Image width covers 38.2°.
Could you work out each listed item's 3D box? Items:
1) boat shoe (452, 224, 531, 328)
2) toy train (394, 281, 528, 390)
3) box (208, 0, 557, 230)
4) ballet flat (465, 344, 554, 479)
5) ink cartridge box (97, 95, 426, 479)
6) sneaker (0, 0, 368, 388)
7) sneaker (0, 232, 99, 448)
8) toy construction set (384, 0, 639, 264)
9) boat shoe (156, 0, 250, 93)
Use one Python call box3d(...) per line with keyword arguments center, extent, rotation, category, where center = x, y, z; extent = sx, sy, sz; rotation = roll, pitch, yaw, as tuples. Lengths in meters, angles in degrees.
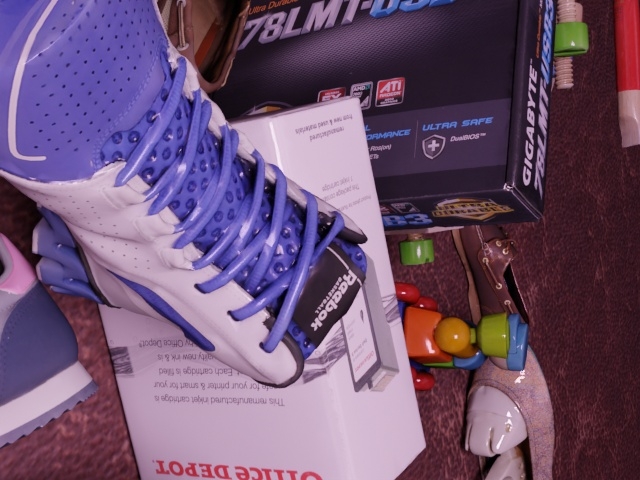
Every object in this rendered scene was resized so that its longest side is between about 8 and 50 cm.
box3d(center=(0.221, 0.022, 1.181), extent=(0.073, 0.073, 0.207), rotation=(-35, 113, -50), category="boat shoe")
box3d(center=(0.127, 0.095, 0.935), extent=(0.248, 0.143, 0.105), rotation=(34, 57, -67), category="toy train")
box3d(center=(0.043, -0.153, 0.757), extent=(0.073, 0.295, 0.293), rotation=(30, 63, -52), category="box")
box3d(center=(0.234, 0.269, 1.149), extent=(0.106, 0.107, 0.316), rotation=(-22, 104, -40), category="ballet flat")
box3d(center=(-0.054, 0.049, 0.679), extent=(0.115, 0.198, 0.273), rotation=(-26, 107, -54), category="ink cartridge box")
box3d(center=(-0.061, -0.024, 0.472), extent=(0.315, 0.182, 0.127), rotation=(94, 22, -67), category="sneaker")
box3d(center=(-0.264, 0.082, 0.478), extent=(0.319, 0.112, 0.131), rotation=(-22, 89, -59), category="sneaker")
box3d(center=(0.164, -0.097, 0.919), extent=(0.257, 0.309, 0.237), rotation=(3, 83, -50), category="toy construction set")
box3d(center=(-0.083, -0.214, 0.758), extent=(0.095, 0.095, 0.257), rotation=(39, 56, -46), category="boat shoe")
